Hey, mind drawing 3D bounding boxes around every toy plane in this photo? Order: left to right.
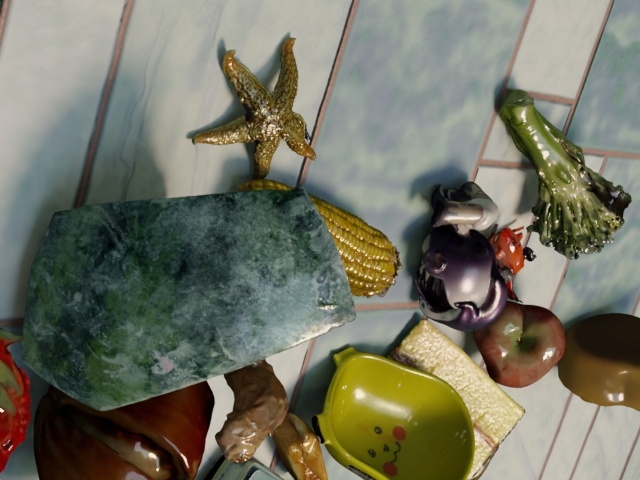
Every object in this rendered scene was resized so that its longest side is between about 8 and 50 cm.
[{"bbox_3d":[0.297,0.048,2.083,0.126,0.077,0.194,-25,136,-33],"label":"toy plane"}]

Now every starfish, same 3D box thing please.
[{"bbox_3d":[-0.083,-0.149,1.592,0.176,0.053,0.208,-26,125,-21],"label":"starfish"}]

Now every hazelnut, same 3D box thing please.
[{"bbox_3d":[-0.240,0.233,1.544,0.251,0.217,0.217,-60,145,-33],"label":"hazelnut"}]

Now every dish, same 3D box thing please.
[{"bbox_3d":[0.095,0.295,1.933,0.108,0.262,0.221,-49,-162,46],"label":"dish"}]

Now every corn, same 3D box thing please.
[{"bbox_3d":[0.000,0.000,1.715,0.318,0.115,0.115,26,94,-50],"label":"corn"}]

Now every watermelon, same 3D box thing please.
[{"bbox_3d":[-0.161,0.052,1.501,0.387,0.258,0.228,-13,92,4],"label":"watermelon"}]

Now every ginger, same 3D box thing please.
[{"bbox_3d":[-0.087,0.153,1.623,0.084,0.290,0.122,-6,138,3],"label":"ginger"}]

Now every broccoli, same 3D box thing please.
[{"bbox_3d":[0.359,-0.111,2.004,0.145,0.165,0.304,-45,123,-16],"label":"broccoli"}]

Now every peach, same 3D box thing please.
[{"bbox_3d":[0.324,0.162,2.127,0.152,0.152,0.152,-25,129,-34],"label":"peach"}]

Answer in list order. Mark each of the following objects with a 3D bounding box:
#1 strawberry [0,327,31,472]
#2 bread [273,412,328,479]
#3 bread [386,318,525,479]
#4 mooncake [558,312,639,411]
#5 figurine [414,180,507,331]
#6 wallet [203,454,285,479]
[{"bbox_3d":[-0.450,0.141,1.248,0.291,0.310,0.292,13,74,-57],"label":"strawberry"},{"bbox_3d":[-0.029,0.317,1.907,0.053,0.074,0.132,-30,131,-16],"label":"bread"},{"bbox_3d":[0.181,0.249,2.110,0.168,0.163,0.264,-47,107,-9],"label":"bread"},{"bbox_3d":[0.552,0.224,2.350,0.234,0.235,0.117,-15,121,-40],"label":"mooncake"},{"bbox_3d":[0.218,0.031,1.942,0.145,0.145,0.222,-17,123,-39],"label":"figurine"},{"bbox_3d":[-0.151,0.429,1.850,0.250,0.075,0.176,-52,146,-8],"label":"wallet"}]
